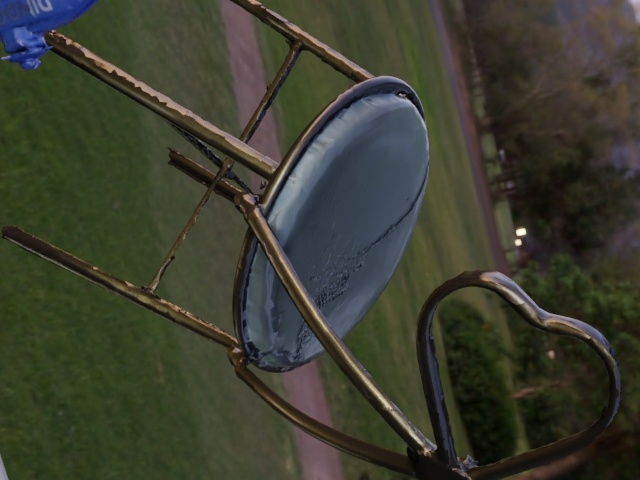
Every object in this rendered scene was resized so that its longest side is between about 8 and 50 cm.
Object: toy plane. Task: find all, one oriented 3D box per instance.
[{"bbox_3d":[-0.079,-0.098,0.360,0.054,0.167,0.062,-29,110,-70],"label":"toy plane"}]

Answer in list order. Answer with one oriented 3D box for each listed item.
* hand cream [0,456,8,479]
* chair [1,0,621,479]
[{"bbox_3d":[-0.206,0.230,0.540,0.118,0.185,0.359,-40,115,-76],"label":"hand cream"},{"bbox_3d":[0.000,0.000,0.459,0.170,0.325,0.160,-31,141,-45],"label":"chair"}]
